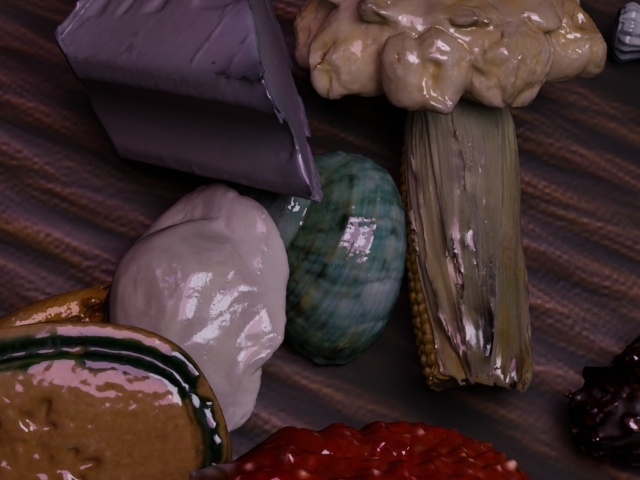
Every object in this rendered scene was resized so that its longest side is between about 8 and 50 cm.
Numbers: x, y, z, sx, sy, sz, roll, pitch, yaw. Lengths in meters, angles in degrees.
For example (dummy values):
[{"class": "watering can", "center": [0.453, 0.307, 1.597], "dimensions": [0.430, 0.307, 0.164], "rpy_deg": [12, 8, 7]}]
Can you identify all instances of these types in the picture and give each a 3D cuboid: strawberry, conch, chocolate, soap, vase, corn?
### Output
[{"class": "strawberry", "center": [0.051, 0.273, 1.158], "dimensions": [0.344, 0.292, 0.292], "rpy_deg": [-11, 69, -22]}, {"class": "conch", "center": [0.001, 0.002, 1.358], "dimensions": [0.176, 0.122, 0.188], "rpy_deg": [-47, 73, 8]}, {"class": "chocolate", "center": [0.290, 0.156, 1.332], "dimensions": [0.133, 0.156, 0.156], "rpy_deg": [-20, 71, 3]}, {"class": "soap", "center": [-0.060, -0.186, 1.336], "dimensions": [0.302, 0.159, 0.258], "rpy_deg": [16, 56, 38]}, {"class": "vase", "center": [0.370, -0.197, 1.507], "dimensions": [0.149, 0.081, 0.081], "rpy_deg": [14, 67, 2]}, {"class": "corn", "center": [0.138, 0.001, 1.372], "dimensions": [0.122, 0.123, 0.305], "rpy_deg": [-1, 69, -9]}]

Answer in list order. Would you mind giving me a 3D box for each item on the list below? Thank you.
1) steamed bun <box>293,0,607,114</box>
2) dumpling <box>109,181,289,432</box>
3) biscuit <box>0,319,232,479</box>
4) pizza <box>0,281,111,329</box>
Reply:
[{"class": "steamed bun", "center": [0.123, -0.225, 1.394], "dimensions": [0.296, 0.137, 0.292], "rpy_deg": [9, 28, 23]}, {"class": "dumpling", "center": [-0.105, 0.064, 1.309], "dimensions": [0.162, 0.132, 0.250], "rpy_deg": [-13, 66, 31]}, {"class": "biscuit", "center": [-0.241, 0.212, 1.216], "dimensions": [0.344, 0.057, 0.287], "rpy_deg": [-10, 95, -1]}, {"class": "pizza", "center": [-0.272, 0.141, 1.302], "dimensions": [0.271, 0.056, 0.134], "rpy_deg": [-35, 68, -18]}]
